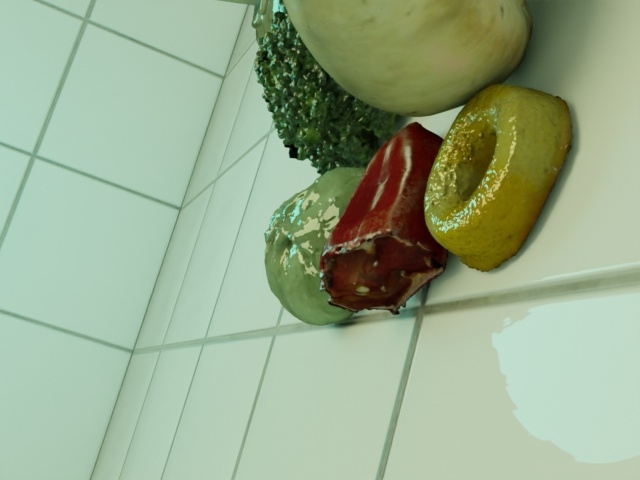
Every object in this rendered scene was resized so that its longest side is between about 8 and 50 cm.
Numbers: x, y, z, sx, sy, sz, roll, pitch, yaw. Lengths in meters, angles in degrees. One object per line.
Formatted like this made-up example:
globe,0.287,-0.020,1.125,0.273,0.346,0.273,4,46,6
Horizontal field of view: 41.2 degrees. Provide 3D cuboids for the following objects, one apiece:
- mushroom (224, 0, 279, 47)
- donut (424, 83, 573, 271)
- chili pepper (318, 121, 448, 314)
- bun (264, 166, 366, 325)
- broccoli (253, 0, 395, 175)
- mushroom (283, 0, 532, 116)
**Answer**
mushroom,-0.089,-0.458,1.522,0.314,0.336,0.314,-177,90,-84
donut,0.155,-0.063,0.788,0.178,0.065,0.162,-68,18,4
chili pepper,0.087,-0.050,0.927,0.144,0.136,0.252,76,-154,-51
bun,0.000,0.000,1.094,0.204,0.126,0.212,0,69,70
broccoli,0.042,-0.241,1.201,0.245,0.248,0.288,-37,-17,-37
mushroom,0.108,-0.297,0.839,0.353,0.353,0.325,-89,4,-48
